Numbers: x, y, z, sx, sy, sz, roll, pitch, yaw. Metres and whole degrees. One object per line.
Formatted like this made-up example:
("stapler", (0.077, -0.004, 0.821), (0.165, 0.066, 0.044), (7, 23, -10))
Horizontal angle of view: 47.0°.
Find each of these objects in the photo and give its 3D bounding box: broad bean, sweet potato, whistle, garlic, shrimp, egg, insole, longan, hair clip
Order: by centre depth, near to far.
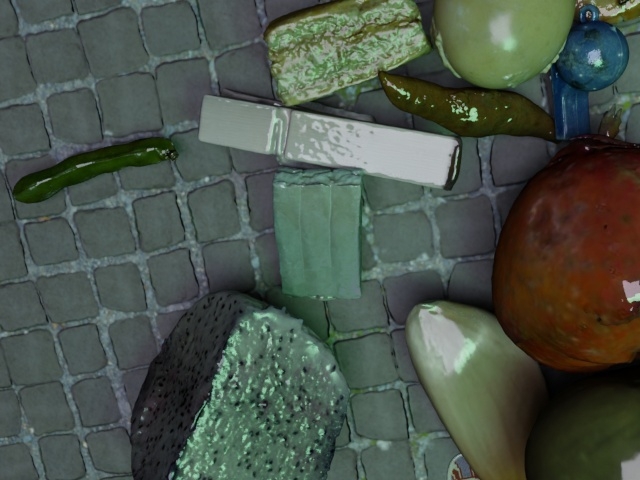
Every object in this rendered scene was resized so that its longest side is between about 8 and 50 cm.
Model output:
("longan", (0.381, 0.250, 0.817), (0.300, 0.243, 0.300), (-8, 128, -10))
("egg", (0.205, -0.264, 0.828), (0.164, 0.164, 0.201), (13, 63, 5))
("whistle", (0.322, -0.199, 0.871), (0.090, 0.090, 0.157), (-6, 101, 10))
("sweet potato", (0.179, -0.156, 0.875), (0.274, 0.067, 0.067), (8, 105, -25))
("shrimp", (0.370, -0.312, 0.875), (0.163, 0.045, 0.095), (-12, 79, 16))
("hair clip", (0.013, -0.125, 0.932), (0.331, 0.101, 0.085), (11, 109, 7))
("garlic", (0.217, 0.202, 0.964), (0.143, 0.112, 0.318), (-29, 96, -9))
("broad bean", (-0.309, -0.099, 1.006), (0.256, 0.052, 0.052), (-13, 64, 12))
("insole", (0.224, 0.396, 1.060), (0.065, 0.004, 0.197), (-12, 100, 10))

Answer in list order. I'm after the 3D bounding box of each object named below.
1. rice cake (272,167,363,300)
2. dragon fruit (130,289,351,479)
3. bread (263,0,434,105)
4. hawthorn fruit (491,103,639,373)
("rice cake", (0.000, 0.000, 0.948), (0.124, 0.038, 0.211), (1, 132, 11))
("dragon fruit", (-0.105, 0.221, 0.981), (0.221, 0.204, 0.282), (25, 81, -24))
("bread", (0.032, -0.240, 0.884), (0.196, 0.138, 0.102), (-15, 110, 11))
("hawthorn fruit", (0.332, -0.007, 0.841), (0.276, 0.276, 0.307), (-2, 74, 9))
